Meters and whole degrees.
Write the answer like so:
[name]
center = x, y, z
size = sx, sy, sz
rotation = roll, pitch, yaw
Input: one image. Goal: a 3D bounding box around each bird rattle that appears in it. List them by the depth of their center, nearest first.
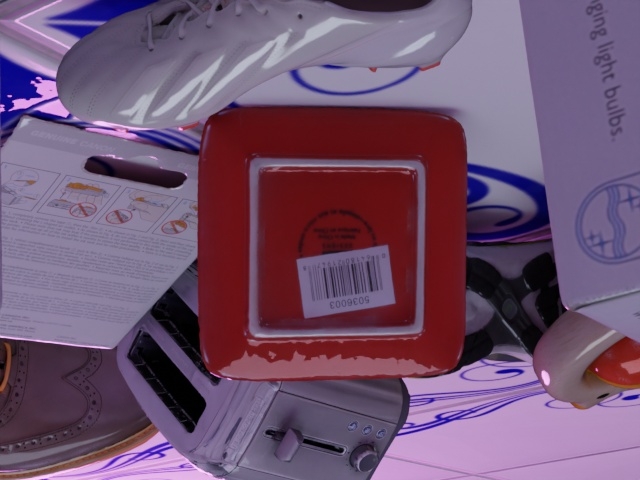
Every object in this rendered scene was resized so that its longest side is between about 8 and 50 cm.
[bird rattle]
center = 0.244, 0.052, 0.905
size = 0.207, 0.143, 0.253
rotation = -31, 163, 6

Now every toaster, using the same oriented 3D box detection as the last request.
[toaster]
center = -0.052, 0.098, 1.000
size = 0.146, 0.227, 0.129
rotation = 19, 106, -41

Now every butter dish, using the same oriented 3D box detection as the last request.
[butter dish]
center = 0.000, 0.000, 0.811
size = 0.160, 0.159, 0.118
rotation = -1, -176, -12

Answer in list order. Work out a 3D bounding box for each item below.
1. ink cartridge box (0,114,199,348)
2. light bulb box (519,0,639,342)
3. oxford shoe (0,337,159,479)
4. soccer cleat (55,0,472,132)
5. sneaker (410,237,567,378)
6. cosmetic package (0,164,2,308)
[ink cartridge box]
center = -0.167, -0.011, 0.873
size = 0.181, 0.056, 0.224
rotation = 11, 137, -36
[light bulb box]
center = 0.311, -0.078, 0.488
size = 0.361, 0.225, 0.358
rotation = -17, 156, 31
[oxford shoe]
center = -0.295, 0.119, 1.076
size = 0.364, 0.129, 0.132
rotation = 2, 154, -17
[soccer cleat]
center = -0.028, -0.100, 0.604
size = 0.196, 0.068, 0.076
rotation = -12, 156, -1
[sneaker]
center = 0.112, 0.040, 1.000
size = 0.300, 0.111, 0.121
rotation = 6, -176, -42
[cosmetic package]
center = -0.235, -0.054, 0.547
size = 0.151, 0.151, 0.183
rotation = -8, 160, 7
